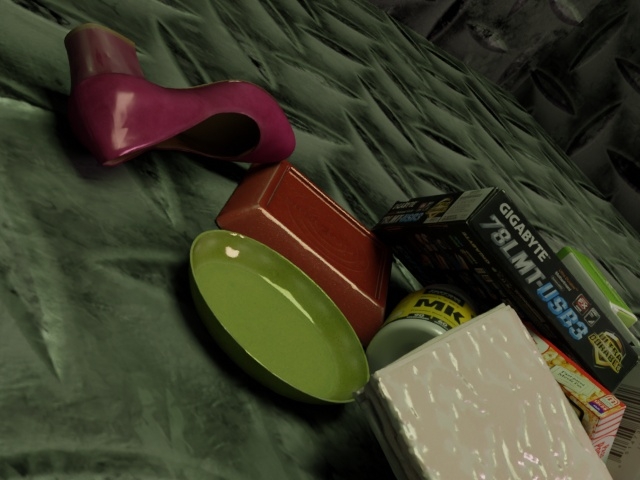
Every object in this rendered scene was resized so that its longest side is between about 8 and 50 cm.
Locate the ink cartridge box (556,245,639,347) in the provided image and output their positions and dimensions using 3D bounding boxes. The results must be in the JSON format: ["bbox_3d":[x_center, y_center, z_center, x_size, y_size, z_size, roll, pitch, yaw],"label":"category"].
[{"bbox_3d":[0.385,0.167,1.481,0.097,0.189,0.255,22,30,-47],"label":"ink cartridge box"}]

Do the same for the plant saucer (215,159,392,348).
[{"bbox_3d":[0.000,0.000,1.304,0.258,0.048,0.259,40,21,-8],"label":"plant saucer"}]

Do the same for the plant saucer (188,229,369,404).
[{"bbox_3d":[-0.050,0.087,1.050,0.241,0.037,0.241,37,22,-17],"label":"plant saucer"}]

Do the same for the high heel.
[{"bbox_3d":[-0.150,-0.113,1.196,0.377,0.127,0.181,16,48,-46],"label":"high heel"}]

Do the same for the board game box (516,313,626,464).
[{"bbox_3d":[0.266,0.200,1.199,0.045,0.147,0.193,-16,40,-29],"label":"board game box"}]

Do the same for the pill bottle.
[{"bbox_3d":[0.130,0.125,1.192,0.119,0.119,0.208,44,20,2],"label":"pill bottle"}]

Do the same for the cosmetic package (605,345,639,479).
[{"bbox_3d":[0.546,0.357,1.284,0.453,0.230,0.161,36,-11,-17],"label":"cosmetic package"}]

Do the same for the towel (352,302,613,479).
[{"bbox_3d":[0.195,0.242,0.991,0.317,0.053,0.332,-15,75,-53],"label":"towel"}]

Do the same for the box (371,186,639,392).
[{"bbox_3d":[0.235,0.064,1.320,0.295,0.073,0.293,48,-13,-12],"label":"box"}]
